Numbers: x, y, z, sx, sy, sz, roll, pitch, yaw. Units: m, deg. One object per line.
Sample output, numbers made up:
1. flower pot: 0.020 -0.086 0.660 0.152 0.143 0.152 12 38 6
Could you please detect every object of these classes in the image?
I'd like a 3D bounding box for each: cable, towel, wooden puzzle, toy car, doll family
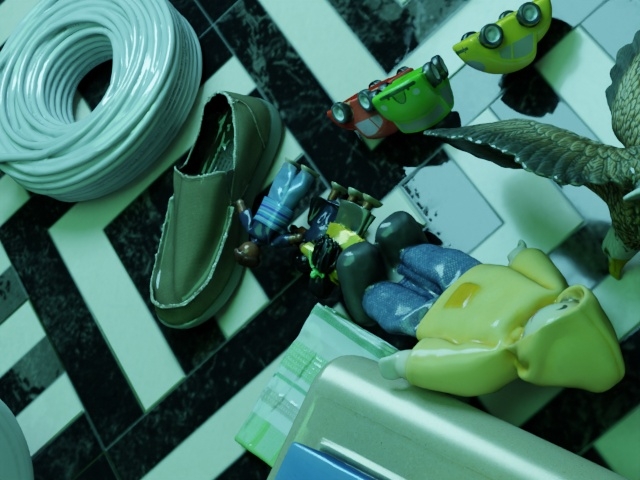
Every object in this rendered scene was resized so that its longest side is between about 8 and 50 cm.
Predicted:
1. cable: -0.246 -0.163 1.764 0.257 0.089 0.257 16 77 37
2. towel: -0.004 0.141 1.493 0.113 0.023 0.152 30 86 40
3. wooden puzzle: 0.043 0.280 1.263 0.322 0.080 0.347 23 81 40
4. toy car: 0.097 -0.134 1.469 0.239 0.225 0.053 -27 97 20
5. doll family: 0.000 0.000 1.532 0.193 0.076 0.111 27 89 44

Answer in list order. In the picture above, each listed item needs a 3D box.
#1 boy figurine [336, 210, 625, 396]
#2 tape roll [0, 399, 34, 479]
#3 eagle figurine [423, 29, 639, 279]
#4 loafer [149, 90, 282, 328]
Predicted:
1. boy figurine: 0.128 0.063 1.349 0.177 0.092 0.285 -35 29 -20
2. tape roll: -0.416 0.248 1.576 0.169 0.246 0.246 1 68 34
3. eagle figurine: 0.243 -0.061 1.324 0.225 0.226 0.298 -51 52 29
4. loafer: -0.118 -0.037 1.615 0.094 0.087 0.251 4 70 35
